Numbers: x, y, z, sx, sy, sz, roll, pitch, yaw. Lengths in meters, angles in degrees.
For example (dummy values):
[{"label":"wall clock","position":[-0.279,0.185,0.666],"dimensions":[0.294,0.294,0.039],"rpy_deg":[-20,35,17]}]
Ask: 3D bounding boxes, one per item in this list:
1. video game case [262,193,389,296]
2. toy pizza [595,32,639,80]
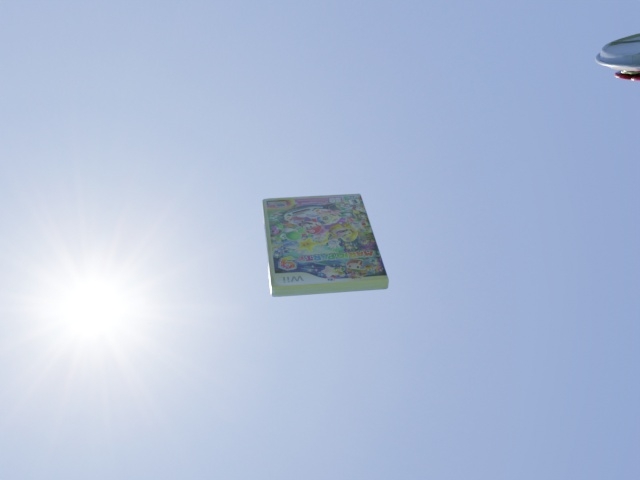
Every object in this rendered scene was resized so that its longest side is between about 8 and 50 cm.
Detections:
[{"label":"video game case","position":[0.000,0.000,0.542],"dimensions":[0.087,0.122,0.011],"rpy_deg":[-3,-54,-6]},{"label":"toy pizza","position":[0.320,-0.147,0.522],"dimensions":[0.201,0.201,0.032],"rpy_deg":[-16,-70,-15]}]
